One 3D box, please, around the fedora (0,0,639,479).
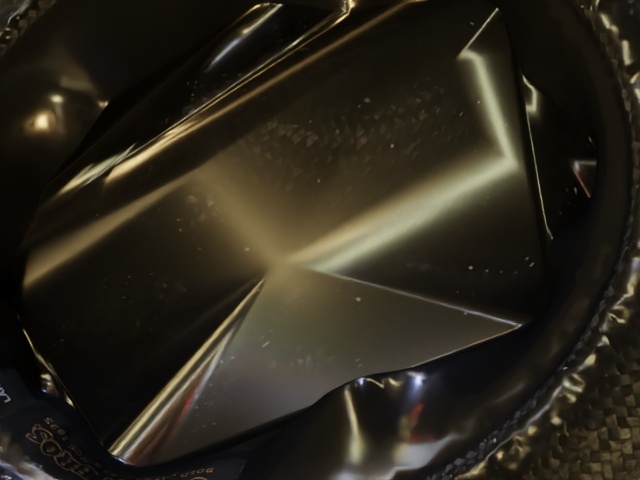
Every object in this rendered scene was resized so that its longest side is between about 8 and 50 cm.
[{"bbox_3d":[0.000,0.000,0.594,0.152,0.334,0.334,27,61,-68],"label":"fedora"}]
